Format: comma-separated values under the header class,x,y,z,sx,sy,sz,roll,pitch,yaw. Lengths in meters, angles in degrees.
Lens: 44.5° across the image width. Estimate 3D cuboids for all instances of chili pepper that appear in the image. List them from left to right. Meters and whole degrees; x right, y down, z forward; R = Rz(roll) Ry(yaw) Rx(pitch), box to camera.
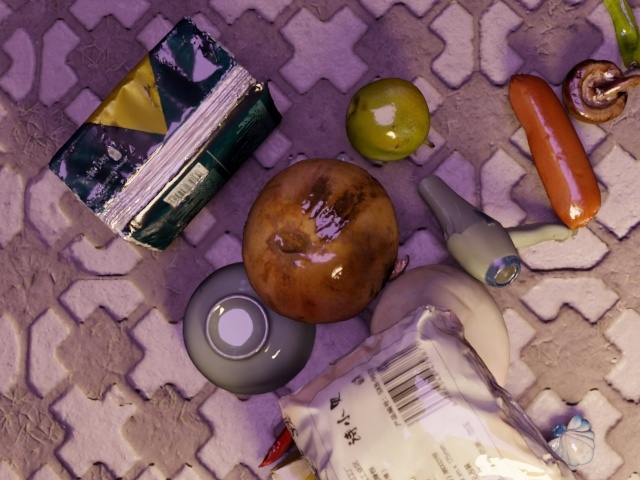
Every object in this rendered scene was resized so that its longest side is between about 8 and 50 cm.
class,x,y,z,sx,sy,sz,roll,pitch,yaw
chili pepper,-0.043,0.367,1.619,0.050,0.059,0.268,32,91,-3
chili pepper,0.634,-0.450,1.638,0.052,0.050,0.201,-19,79,20

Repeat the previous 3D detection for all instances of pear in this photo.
class,x,y,z,sx,sy,sz,roll,pitch,yaw
pear,0.157,-0.238,1.613,0.216,0.180,0.166,25,53,-18

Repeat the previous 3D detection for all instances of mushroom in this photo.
class,x,y,z,sx,sy,sz,roll,pitch,yaw
mushroom,0.201,0.218,1.488,0.356,0.315,0.315,-32,81,-9
mushroom,0.582,-0.311,1.615,0.170,0.080,0.135,-10,95,5

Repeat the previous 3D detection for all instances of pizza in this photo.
class,x,y,z,sx,sy,sz,roll,pitch,yaw
pizza,0.157,0.060,1.653,0.083,0.016,0.037,-43,82,4

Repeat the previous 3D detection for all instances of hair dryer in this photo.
class,x,y,z,sx,sy,sz,roll,pitch,yaw
hair dryer,0.334,-0.046,1.594,0.296,0.298,0.119,39,133,28

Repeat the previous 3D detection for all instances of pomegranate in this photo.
class,x,y,z,sx,sy,sz,roll,pitch,yaw
pomegranate,0.000,0.000,1.502,0.322,0.322,0.322,-1,84,6

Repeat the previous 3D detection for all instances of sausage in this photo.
class,x,y,z,sx,sy,sz,roll,pitch,yaw
sausage,0.480,-0.192,1.599,0.097,0.094,0.348,-14,81,-40

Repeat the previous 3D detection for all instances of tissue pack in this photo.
class,x,y,z,sx,sy,sz,roll,pitch,yaw
tissue pack,-0.301,-0.208,1.608,0.253,0.264,0.416,43,90,10
tissue pack,0.146,0.327,1.239,0.390,0.195,0.375,-33,67,11

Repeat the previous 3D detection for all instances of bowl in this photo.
class,x,y,z,sx,sy,sz,roll,pitch,yaw
bowl,-0.161,0.178,1.610,0.289,0.146,0.289,-1,83,6

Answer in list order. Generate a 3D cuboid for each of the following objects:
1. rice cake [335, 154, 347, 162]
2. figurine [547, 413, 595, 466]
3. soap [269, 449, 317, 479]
class,x,y,z,sx,sy,sz,roll,pitch,yaw
rice cake,-0.005,-0.085,1.663,0.069,0.063,0.206,42,91,3
figurine,0.503,0.407,1.553,0.114,0.079,0.114,-6,103,-25
soap,0.053,0.537,1.467,0.169,0.304,0.338,-32,81,6
